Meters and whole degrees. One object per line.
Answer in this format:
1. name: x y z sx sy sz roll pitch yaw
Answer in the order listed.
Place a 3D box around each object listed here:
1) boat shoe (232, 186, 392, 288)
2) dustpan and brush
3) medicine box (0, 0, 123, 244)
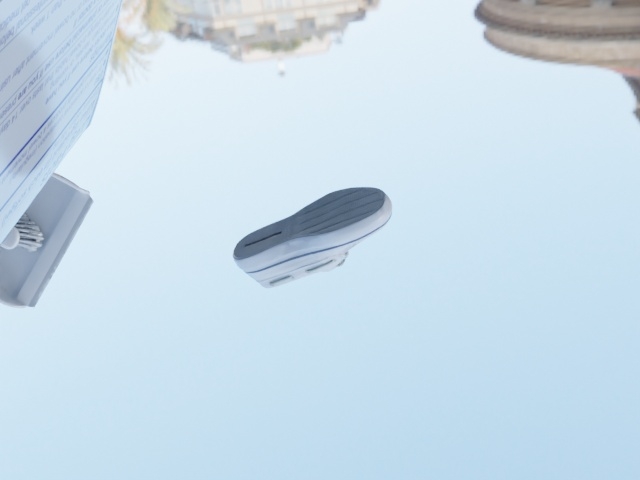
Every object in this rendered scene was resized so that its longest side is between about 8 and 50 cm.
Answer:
1. boat shoe: 0.000 0.000 1.073 0.226 0.076 0.083 -16 -142 32
2. dustpan and brush: -0.345 -0.040 0.838 0.211 0.147 0.060 34 -165 5
3. medicine box: -0.190 -0.107 0.366 0.149 0.289 0.263 24 -137 -5
